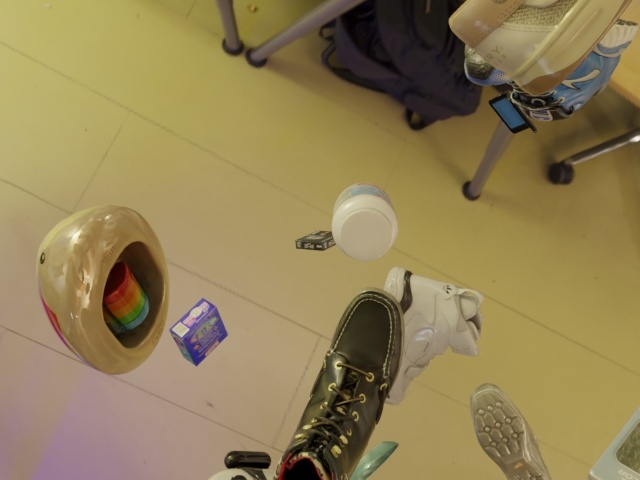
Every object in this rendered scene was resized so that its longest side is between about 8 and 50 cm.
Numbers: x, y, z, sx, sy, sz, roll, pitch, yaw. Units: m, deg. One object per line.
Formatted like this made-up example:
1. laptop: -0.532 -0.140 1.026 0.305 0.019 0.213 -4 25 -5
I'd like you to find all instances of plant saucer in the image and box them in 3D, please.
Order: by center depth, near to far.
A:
1. plant saucer: 0.080 0.369 1.111 0.119 0.119 0.021 -37 67 -19

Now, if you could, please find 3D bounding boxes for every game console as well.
1. game console: 0.508 -0.328 1.778 0.122 0.071 0.107 46 28 -15

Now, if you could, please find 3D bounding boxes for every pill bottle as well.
1. pill bottle: 0.058 -0.024 0.896 0.087 0.160 0.087 0 103 2

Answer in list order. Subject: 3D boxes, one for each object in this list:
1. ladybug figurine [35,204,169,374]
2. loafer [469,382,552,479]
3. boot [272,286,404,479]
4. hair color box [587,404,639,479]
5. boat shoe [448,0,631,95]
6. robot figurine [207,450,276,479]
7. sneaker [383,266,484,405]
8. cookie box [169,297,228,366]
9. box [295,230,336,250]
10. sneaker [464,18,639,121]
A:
1. ladybug figurine: -0.442 0.103 1.375 0.161 0.449 0.305 11 55 13
2. loafer: 0.406 0.430 1.452 0.112 0.111 0.320 -24 109 12
3. boot: 0.023 0.175 0.702 0.085 0.178 0.237 19 99 10
4. hair color box: 0.363 0.367 0.693 0.113 0.185 0.375 -34 134 -30
5. boat shoe: 0.207 -0.249 0.457 0.098 0.109 0.302 35 103 -5
6. robot figurine: -0.101 0.505 1.229 0.278 0.209 0.174 21 87 -41
7. sneaker: 0.233 0.230 1.446 0.210 0.366 0.137 9 34 13
8. cookie box: -0.232 0.177 1.286 0.040 0.107 0.092 31 61 28
9. box: 0.000 0.000 1.349 0.083 0.067 0.018 -24 113 -52
10. sneaker: 0.307 -0.223 0.893 0.329 0.129 0.147 -15 124 -39
